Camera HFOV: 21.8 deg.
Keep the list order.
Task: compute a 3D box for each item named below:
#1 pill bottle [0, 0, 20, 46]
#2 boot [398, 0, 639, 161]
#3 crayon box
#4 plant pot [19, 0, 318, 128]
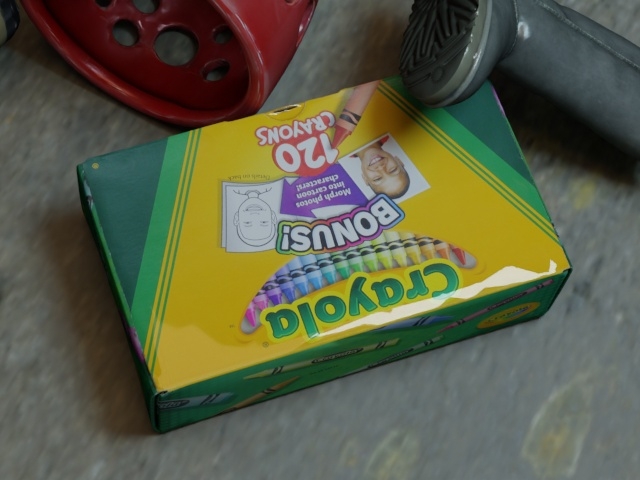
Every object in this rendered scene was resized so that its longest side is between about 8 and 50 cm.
[{"bbox_3d":[-0.309,-0.111,1.069,0.123,0.123,0.219,37,68,11],"label":"pill bottle"},{"bbox_3d":[0.151,-0.104,1.080,0.208,0.076,0.190,39,40,-24],"label":"boot"},{"bbox_3d":[0.000,0.000,1.073,0.278,0.081,0.165,-16,68,-12],"label":"crayon box"},{"bbox_3d":[-0.080,-0.197,1.095,0.191,0.191,0.174,29,64,7],"label":"plant pot"}]
